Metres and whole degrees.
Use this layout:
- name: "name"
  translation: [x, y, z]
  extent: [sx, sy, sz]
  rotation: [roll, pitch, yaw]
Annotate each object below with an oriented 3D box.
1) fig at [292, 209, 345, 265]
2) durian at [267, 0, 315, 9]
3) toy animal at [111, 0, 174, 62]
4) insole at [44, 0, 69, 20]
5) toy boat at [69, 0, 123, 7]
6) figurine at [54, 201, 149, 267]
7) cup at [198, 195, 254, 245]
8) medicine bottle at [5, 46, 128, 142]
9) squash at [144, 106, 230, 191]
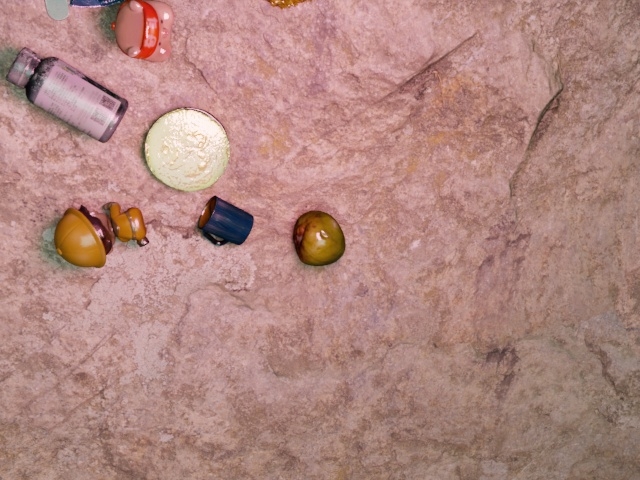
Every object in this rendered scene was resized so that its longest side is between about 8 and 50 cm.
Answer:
- name: "fig"
  translation: [0.000, 0.000, 2.016]
  extent: [0.191, 0.181, 0.181]
  rotation: [25, 100, -42]
- name: "durian"
  translation: [-0.093, -0.736, 1.765]
  extent: [0.182, 0.165, 0.132]
  rotation: [49, 57, -48]
- name: "toy animal"
  translation: [-0.467, -0.560, 1.653]
  extent: [0.171, 0.198, 0.171]
  rotation: [-5, 112, -12]
- name: "insole"
  translation: [-0.701, -0.697, 1.636]
  extent: [0.080, 0.003, 0.232]
  rotation: [-4, 110, -16]
- name: "toy boat"
  translation: [-0.527, -0.688, 1.636]
  extent: [0.299, 0.062, 0.096]
  rotation: [-33, 142, -13]
- name: "figurine"
  translation: [-0.637, -0.022, 1.811]
  extent: [0.256, 0.167, 0.192]
  rotation: [-21, 100, -12]
- name: "cup"
  translation: [-0.299, -0.055, 1.951]
  extent: [0.138, 0.150, 0.113]
  rotation: [27, 65, -26]
- name: "medicine bottle"
  translation: [-0.677, -0.392, 1.676]
  extent: [0.293, 0.141, 0.141]
  rotation: [30, 98, -25]
- name: "squash"
  translation: [-0.395, -0.274, 1.866]
  extent: [0.252, 0.049, 0.252]
  rotation: [-5, 108, -15]
